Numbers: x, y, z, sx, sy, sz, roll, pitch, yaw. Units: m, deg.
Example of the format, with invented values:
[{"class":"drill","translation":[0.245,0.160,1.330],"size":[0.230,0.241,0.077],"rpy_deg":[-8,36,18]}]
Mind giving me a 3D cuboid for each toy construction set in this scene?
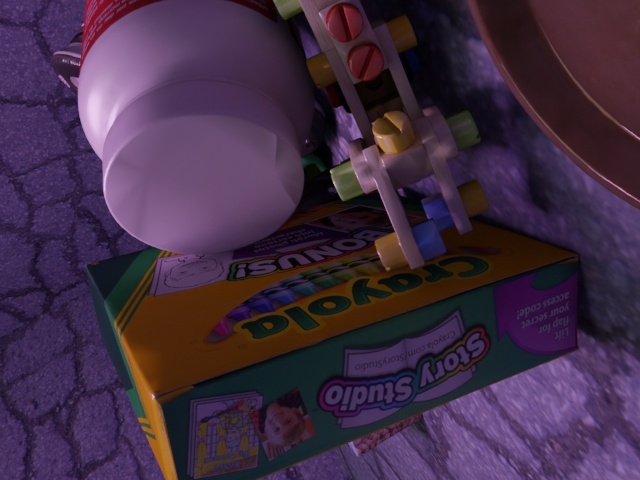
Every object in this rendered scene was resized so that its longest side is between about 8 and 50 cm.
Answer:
[{"class":"toy construction set","translation":[0.042,-0.157,0.559],"size":[0.215,0.151,0.327],"rpy_deg":[-90,-10,-63]}]

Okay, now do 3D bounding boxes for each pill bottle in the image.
[{"class":"pill bottle","translation":[-0.132,-0.191,0.724],"size":[0.229,0.229,0.407],"rpy_deg":[79,179,-49]}]

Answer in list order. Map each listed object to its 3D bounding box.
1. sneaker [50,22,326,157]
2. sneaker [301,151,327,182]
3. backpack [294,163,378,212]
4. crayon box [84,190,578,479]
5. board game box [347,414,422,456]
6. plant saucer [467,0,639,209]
[{"class":"sneaker","translation":[-0.164,-0.294,1.030],"size":[0.448,0.257,0.169],"rpy_deg":[19,159,18]},{"class":"sneaker","translation":[-0.004,-0.014,1.081],"size":[0.123,0.110,0.295],"rpy_deg":[36,152,62]},{"class":"backpack","translation":[0.000,0.000,0.925],"size":[0.166,0.188,0.144],"rpy_deg":[41,154,55]},{"class":"crayon box","translation":[-0.007,0.060,0.647],"size":[0.313,0.363,0.106],"rpy_deg":[26,128,61]},{"class":"board game box","translation":[0.039,0.248,1.352],"size":[0.232,0.141,0.291],"rpy_deg":[64,166,-8]},{"class":"plant saucer","translation":[0.169,-0.117,0.334],"size":[0.278,0.041,0.278],"rpy_deg":[51,169,14]}]
